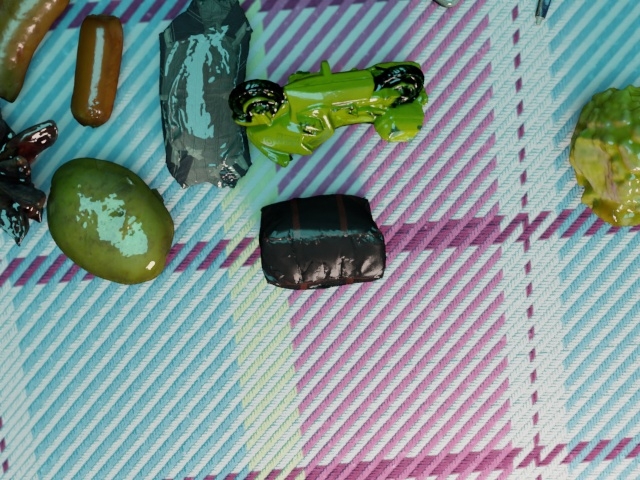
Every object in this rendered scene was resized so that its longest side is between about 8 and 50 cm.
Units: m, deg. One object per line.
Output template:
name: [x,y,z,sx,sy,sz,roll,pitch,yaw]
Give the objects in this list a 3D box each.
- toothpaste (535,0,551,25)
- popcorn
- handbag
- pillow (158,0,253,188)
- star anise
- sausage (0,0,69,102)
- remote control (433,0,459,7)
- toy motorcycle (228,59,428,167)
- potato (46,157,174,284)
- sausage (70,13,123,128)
toothpaste: [0.390,-0.417,1.822,0.027,0.019,0.083,18,99,20]
popcorn: [0.542,-0.151,1.784,0.212,0.259,0.259,-27,100,-12]
handbag: [0.000,0.000,1.814,0.215,0.169,0.155,-3,117,-2]
pillow: [-0.196,-0.255,1.800,0.161,0.092,0.335,-1,100,-7]
star anise: [-0.537,-0.125,1.776,0.283,0.129,0.212,28,125,31]
sausage: [-0.504,-0.367,1.771,0.109,0.109,0.270,33,98,-7]
remote control: [0.144,-0.530,1.776,0.296,0.056,0.140,36,96,-6]
toy motorcycle: [0.012,-0.217,1.776,0.342,0.206,0.142,-8,72,-10]
potato: [-0.363,-0.034,1.808,0.228,0.148,0.197,18,112,-3]
sausage: [-0.384,-0.291,1.799,0.076,0.076,0.197,10,101,-3]
